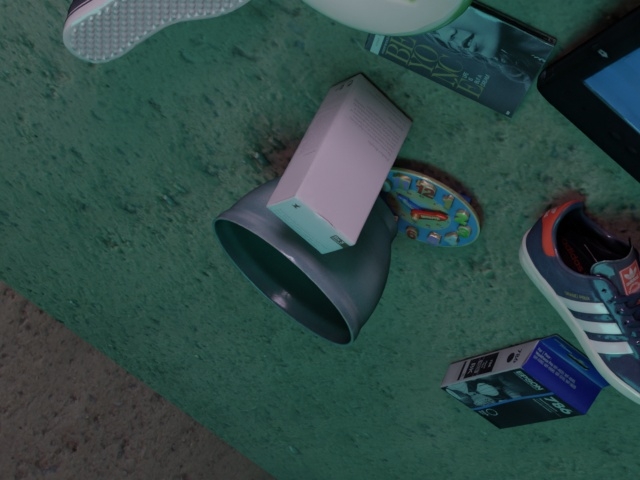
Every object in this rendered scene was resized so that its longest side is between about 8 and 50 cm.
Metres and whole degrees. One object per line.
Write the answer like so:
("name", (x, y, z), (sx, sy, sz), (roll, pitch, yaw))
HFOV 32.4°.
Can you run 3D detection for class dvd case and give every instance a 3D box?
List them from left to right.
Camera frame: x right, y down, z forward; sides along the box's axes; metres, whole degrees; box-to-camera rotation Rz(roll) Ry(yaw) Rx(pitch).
("dvd case", (0.173, -0.251, 1.411), (0.221, 0.018, 0.164), (26, 153, 3))

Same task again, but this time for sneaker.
("sneaker", (-0.208, -0.357, 1.478), (0.321, 0.127, 0.126), (-18, 139, 22))
("sneaker", (0.427, 0.089, 1.547), (0.350, 0.131, 0.148), (47, 149, 15))

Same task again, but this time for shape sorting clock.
("shape sorting clock", (0.155, -0.049, 1.745), (0.206, 0.040, 0.206), (22, 152, 12))

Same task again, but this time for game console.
("game console", (0.435, -0.117, 1.222), (0.342, 0.060, 0.386), (36, 168, -5))

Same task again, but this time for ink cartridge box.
("ink cartridge box", (0.383, 0.271, 2.061), (0.165, 0.065, 0.333), (36, 150, -14))

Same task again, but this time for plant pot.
("plant pot", (0.000, 0.000, 1.761), (0.293, 0.196, 0.293), (38, 163, 14))

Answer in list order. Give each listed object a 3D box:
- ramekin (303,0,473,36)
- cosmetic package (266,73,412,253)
("ramekin", (0.065, -0.362, 1.177), (0.303, 0.148, 0.303), (21, 152, 12))
("cosmetic package", (0.029, -0.108, 1.550), (0.117, 0.231, 0.085), (41, 150, -22))
